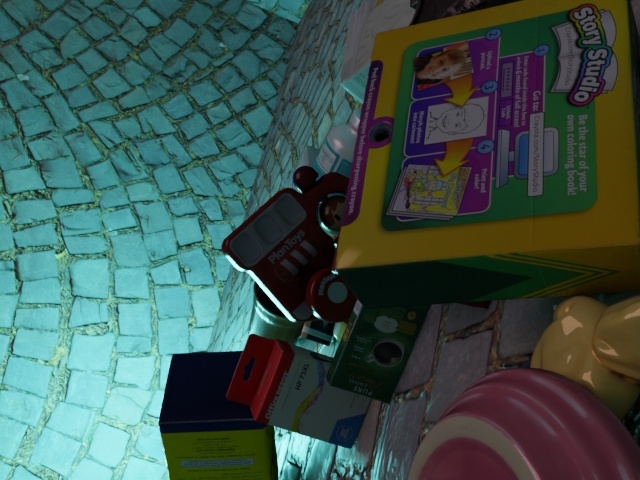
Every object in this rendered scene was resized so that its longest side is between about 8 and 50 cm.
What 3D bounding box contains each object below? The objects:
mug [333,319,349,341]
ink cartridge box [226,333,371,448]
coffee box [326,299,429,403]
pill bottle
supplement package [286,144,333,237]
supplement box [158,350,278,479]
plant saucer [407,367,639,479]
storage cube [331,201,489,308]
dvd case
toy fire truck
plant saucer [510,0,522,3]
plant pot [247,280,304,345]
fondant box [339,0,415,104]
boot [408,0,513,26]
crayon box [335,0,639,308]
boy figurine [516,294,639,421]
[{"bbox_3d":[0.053,0.171,1.527,0.078,0.062,0.064,-78,7,-51],"label":"mug"},{"bbox_3d":[-0.034,0.262,1.376,0.078,0.230,0.134,-145,76,-75],"label":"ink cartridge box"},{"bbox_3d":[0.092,0.164,1.282,0.040,0.113,0.184,-131,61,-73],"label":"coffee box"},{"bbox_3d":[0.060,-0.160,1.763,0.146,0.146,0.264,-93,27,-56],"label":"pill bottle"},{"bbox_3d":[-0.020,-0.089,1.978,0.134,0.139,0.244,-94,28,-55],"label":"supplement package"},{"bbox_3d":[-0.190,0.416,1.566,0.194,0.195,0.357,-92,0,-57],"label":"supplement box"},{"bbox_3d":[0.169,0.283,0.710,0.332,0.084,0.332,-177,90,-67],"label":"plant saucer"},{"bbox_3d":[0.146,-0.019,1.144,0.183,0.214,0.193,-168,91,-75],"label":"storage cube"},{"bbox_3d":[0.022,0.105,1.631,0.164,0.018,0.221,37,-111,-69],"label":"dvd case"},{"bbox_3d":[0.000,0.000,1.465,0.302,0.254,0.169,-44,10,-16],"label":"toy fire truck"},{"bbox_3d":[0.342,-0.391,1.259,0.168,0.029,0.169,-161,90,-77],"label":"plant saucer"},{"bbox_3d":[-0.098,0.179,1.904,0.167,0.166,0.165,-86,12,-47],"label":"plant pot"},{"bbox_3d":[0.192,-0.440,1.543,0.330,0.096,0.238,-29,39,37],"label":"fondant box"},{"bbox_3d":[0.249,-0.374,1.267,0.229,0.091,0.263,-17,61,43],"label":"boot"},{"bbox_3d":[0.201,-0.109,0.902,0.312,0.106,0.363,-5,56,26],"label":"crayon box"},{"bbox_3d":[0.256,0.126,0.768,0.285,0.092,0.177,126,159,-45],"label":"boy figurine"}]
